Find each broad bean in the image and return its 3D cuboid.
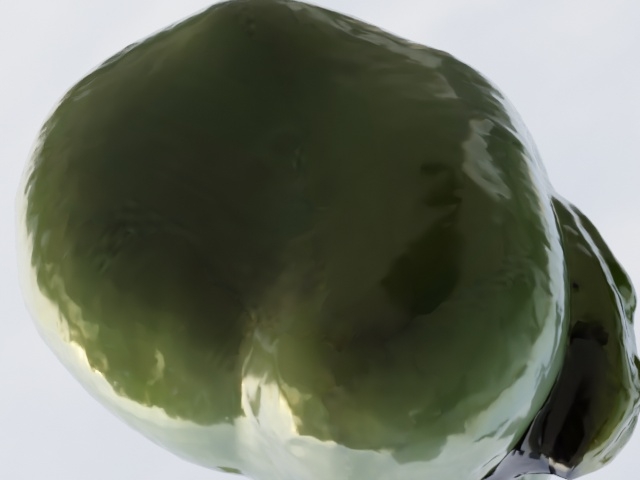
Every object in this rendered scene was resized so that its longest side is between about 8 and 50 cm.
[{"bbox_3d":[0.000,0.000,0.479,0.228,0.100,0.169,31,-122,25],"label":"broad bean"}]
